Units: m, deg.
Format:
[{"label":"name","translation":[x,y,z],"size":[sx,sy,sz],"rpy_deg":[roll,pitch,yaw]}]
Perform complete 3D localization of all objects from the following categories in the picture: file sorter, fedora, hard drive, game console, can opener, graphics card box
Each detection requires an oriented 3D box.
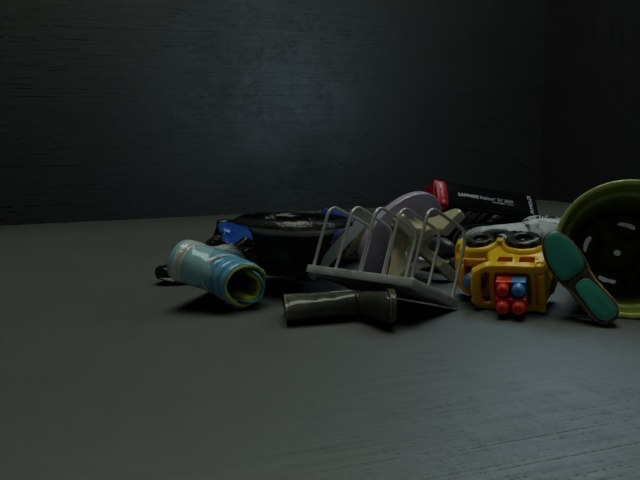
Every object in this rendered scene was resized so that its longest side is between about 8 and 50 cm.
[{"label":"file sorter","translation":[0.149,0.028,1.234],"size":[0.278,0.172,0.193],"rpy_deg":[5,-15,42]},{"label":"fedora","translation":[-0.072,0.010,1.434],"size":[0.335,0.152,0.334],"rpy_deg":[0,7,0]},{"label":"hard drive","translation":[0.000,0.000,1.669],"size":[0.210,0.040,0.319],"rpy_deg":[-47,16,-4]},{"label":"game console","translation":[-0.250,0.005,2.159],"size":[0.293,0.173,0.250],"rpy_deg":[-5,40,-20]},{"label":"can opener","translation":[0.388,0.054,1.549],"size":[0.074,0.093,0.280],"rpy_deg":[-7,15,-39]},{"label":"graphics card box","translation":[0.476,-0.081,1.812],"size":[0.371,0.094,0.232],"rpy_deg":[7,-27,-16]}]

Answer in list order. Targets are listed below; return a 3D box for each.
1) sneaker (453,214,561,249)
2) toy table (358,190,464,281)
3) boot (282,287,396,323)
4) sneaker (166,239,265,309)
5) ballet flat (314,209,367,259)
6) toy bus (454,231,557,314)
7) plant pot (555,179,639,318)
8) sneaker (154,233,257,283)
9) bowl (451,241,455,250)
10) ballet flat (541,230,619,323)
[{"label":"sneaker","translation":[0.578,0.010,1.653],"size":[0.366,0.137,0.210],"rpy_deg":[-4,8,14]},{"label":"toy table","translation":[0.241,0.004,1.471],"size":[0.252,0.274,0.161],"rpy_deg":[31,4,-27]},{"label":"boot","translation":[0.033,0.128,1.117],"size":[0.209,0.075,0.190],"rpy_deg":[4,-7,-11]},{"label":"sneaker","translation":[-0.193,0.091,1.327],"size":[0.208,0.127,0.319],"rpy_deg":[21,5,22]},{"label":"ballet flat","translation":[0.084,-0.017,1.903],"size":[0.182,0.163,0.483],"rpy_deg":[17,1,-18]},{"label":"toy bus","translation":[0.384,0.086,1.204],"size":[0.221,0.149,0.211],"rpy_deg":[1,24,28]},{"label":"plant pot","translation":[0.659,0.023,1.225],"size":[0.276,0.275,0.254],"rpy_deg":[2,-3,24]},{"label":"sneaker","translation":[-0.317,0.045,1.559],"size":[0.284,0.124,0.107],"rpy_deg":[-5,9,-23]},{"label":"bowl","translation":[0.425,-0.062,2.054],"size":[0.312,0.163,0.311],"rpy_deg":[0,8,0]},{"label":"ballet flat","translation":[0.505,0.076,1.111],"size":[0.073,0.206,0.067],"rpy_deg":[-30,-19,10]}]
